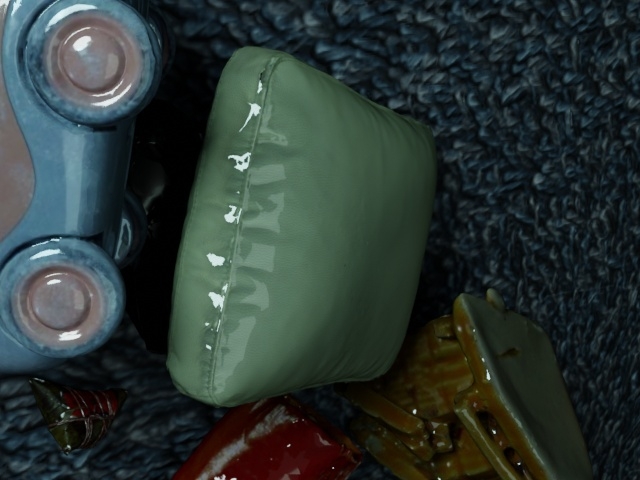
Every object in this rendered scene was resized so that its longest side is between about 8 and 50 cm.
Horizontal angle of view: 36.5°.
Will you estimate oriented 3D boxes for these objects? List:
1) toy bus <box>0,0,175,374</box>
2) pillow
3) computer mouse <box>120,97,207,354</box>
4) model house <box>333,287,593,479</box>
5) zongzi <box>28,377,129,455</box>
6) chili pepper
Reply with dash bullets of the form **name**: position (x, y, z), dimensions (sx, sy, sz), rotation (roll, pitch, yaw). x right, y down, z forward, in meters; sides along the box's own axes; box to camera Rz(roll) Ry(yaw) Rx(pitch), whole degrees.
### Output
- **toy bus**: position (-0.218, -0.067, 0.601), dimensions (0.232, 0.197, 0.294), rotation (9, 105, -8)
- **pillow**: position (0.000, 0.000, 0.783), dimensions (0.322, 0.120, 0.255), rotation (6, 96, -62)
- **computer mouse**: position (-0.119, -0.003, 0.787), dimensions (0.146, 0.077, 0.241), rotation (-27, 125, -20)
- **model house**: position (0.126, 0.178, 0.980), dimensions (0.229, 0.219, 0.199), rotation (-27, 154, 35)
- **zongzi**: position (-0.204, 0.155, 0.805), dimensions (0.067, 0.073, 0.083), rotation (-46, 132, 15)
- **chili pepper**: position (-0.108, 0.295, 0.903), dimensions (0.338, 0.131, 0.134), rotation (-54, 156, -6)
